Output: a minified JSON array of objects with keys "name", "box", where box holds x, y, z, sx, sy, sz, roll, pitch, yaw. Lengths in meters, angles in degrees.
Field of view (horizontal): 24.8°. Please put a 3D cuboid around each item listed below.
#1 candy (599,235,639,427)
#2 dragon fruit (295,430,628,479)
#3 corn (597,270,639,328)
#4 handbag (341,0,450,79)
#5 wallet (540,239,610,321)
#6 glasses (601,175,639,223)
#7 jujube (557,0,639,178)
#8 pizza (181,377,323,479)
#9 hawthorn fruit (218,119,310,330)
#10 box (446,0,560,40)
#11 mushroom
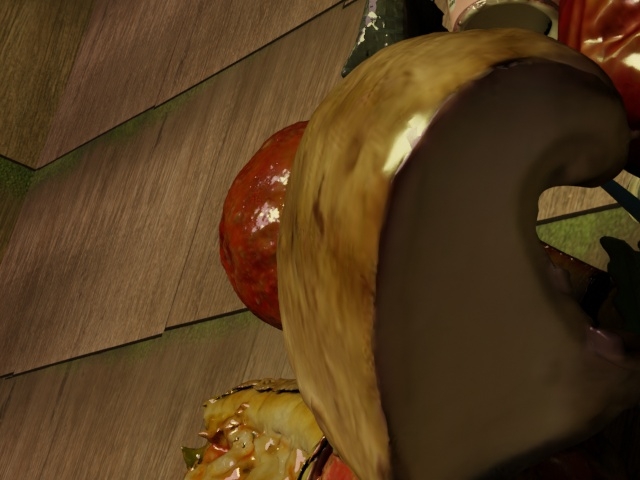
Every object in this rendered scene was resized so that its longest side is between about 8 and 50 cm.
[{"name":"candy","box":[0.318,0.125,0.920,0.398,0.172,0.263,8,105,61]},{"name":"dragon fruit","box":[0.111,0.200,1.172,0.250,0.269,0.291,-19,57,48]},{"name":"corn","box":[0.341,0.027,1.045,0.363,0.120,0.120,-32,40,50]},{"name":"handbag","box":[0.101,-0.212,1.626,0.088,0.270,0.175,3,69,20]},{"name":"wallet","box":[0.185,0.057,1.420,0.137,0.031,0.255,-63,25,5]},{"name":"glasses","box":[0.226,-0.056,1.230,0.190,0.220,0.088,-89,21,-61]},{"name":"jujube","box":[0.345,-0.178,1.040,0.377,0.276,0.276,-23,48,53]},{"name":"pizza","box":[-0.083,0.271,1.551,0.435,0.080,0.392,-38,24,21]},{"name":"hawthorn fruit","box":[0.007,-0.008,1.570,0.262,0.258,0.258,1,66,45]},{"name":"box","box":[0.198,-0.267,1.566,0.151,0.151,0.135,-38,44,44]},{"name":"mushroom","box":[0.054,-0.025,1.068,0.224,0.314,0.397,-21,28,-12]}]
